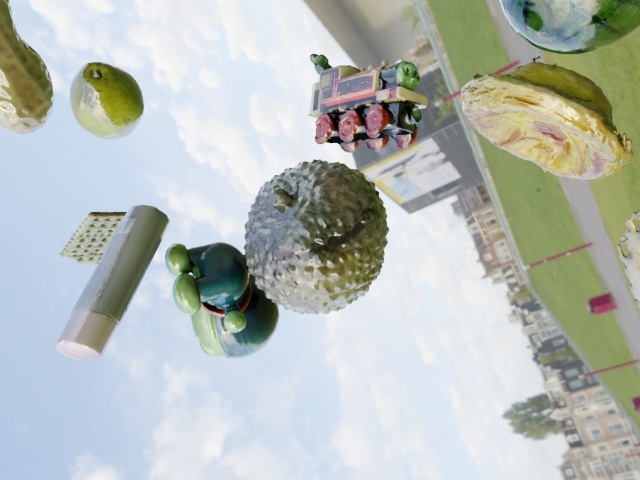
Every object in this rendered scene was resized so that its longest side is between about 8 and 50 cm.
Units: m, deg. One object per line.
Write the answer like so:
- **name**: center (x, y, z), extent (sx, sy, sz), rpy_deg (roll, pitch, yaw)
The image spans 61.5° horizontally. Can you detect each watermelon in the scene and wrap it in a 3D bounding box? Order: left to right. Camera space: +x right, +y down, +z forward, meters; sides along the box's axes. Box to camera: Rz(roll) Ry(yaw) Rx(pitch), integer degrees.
- **watermelon**: center (0.307, -0.312, 0.620), extent (0.215, 0.188, 0.187), rpy_deg (-13, -103, -38)

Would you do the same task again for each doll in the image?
- **doll**: center (-0.181, 0.123, 1.073), extent (0.321, 0.186, 0.198), rpy_deg (85, 165, -60)

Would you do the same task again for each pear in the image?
- **pear**: center (-0.616, -0.403, 1.560), extent (0.269, 0.213, 0.212), rpy_deg (121, 134, -66)

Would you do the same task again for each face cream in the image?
- **face cream**: center (-0.339, 0.065, 0.890), extent (0.073, 0.107, 0.269), rpy_deg (37, -128, -28)

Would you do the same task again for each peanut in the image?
- **peanut**: center (-0.574, -0.338, 0.963), extent (0.136, 0.121, 0.298), rpy_deg (-78, -17, -50)

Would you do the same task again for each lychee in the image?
- **lychee**: center (0.000, 0.000, 0.877), extent (0.274, 0.256, 0.255), rpy_deg (47, -152, -39)

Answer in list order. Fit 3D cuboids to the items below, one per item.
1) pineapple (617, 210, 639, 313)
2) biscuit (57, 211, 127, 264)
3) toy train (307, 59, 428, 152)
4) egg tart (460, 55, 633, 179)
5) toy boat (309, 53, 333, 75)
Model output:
- **pineapple**: center (0.506, 0.011, 0.544), extent (0.262, 0.272, 0.262), rpy_deg (60, 170, 17)
- **biscuit**: center (-0.520, -0.003, 1.255), extent (0.144, 0.203, 0.016), rpy_deg (-3, -125, -55)
- **toy train**: center (0.045, -0.135, 0.533), extent (0.050, 0.138, 0.086), rpy_deg (6, -91, -41)
- **egg tart**: center (0.380, -0.208, 0.897), extent (0.295, 0.116, 0.295), rpy_deg (32, 178, 1)
- **toy boat**: center (0.051, -0.421, 1.414), extent (0.210, 0.052, 0.104), rpy_deg (21, -153, -46)
